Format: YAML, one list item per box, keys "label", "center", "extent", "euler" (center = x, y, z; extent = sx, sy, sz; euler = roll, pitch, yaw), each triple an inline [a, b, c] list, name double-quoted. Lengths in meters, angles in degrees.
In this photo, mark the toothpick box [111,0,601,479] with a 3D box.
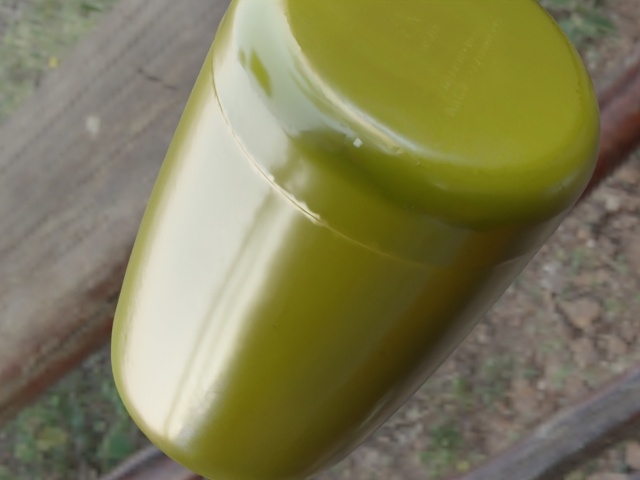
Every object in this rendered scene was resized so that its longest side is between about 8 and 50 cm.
- label: "toothpick box"
  center: [0.000, 0.000, 0.829]
  extent: [0.271, 0.175, 0.175]
  euler: [-59, 44, 44]
